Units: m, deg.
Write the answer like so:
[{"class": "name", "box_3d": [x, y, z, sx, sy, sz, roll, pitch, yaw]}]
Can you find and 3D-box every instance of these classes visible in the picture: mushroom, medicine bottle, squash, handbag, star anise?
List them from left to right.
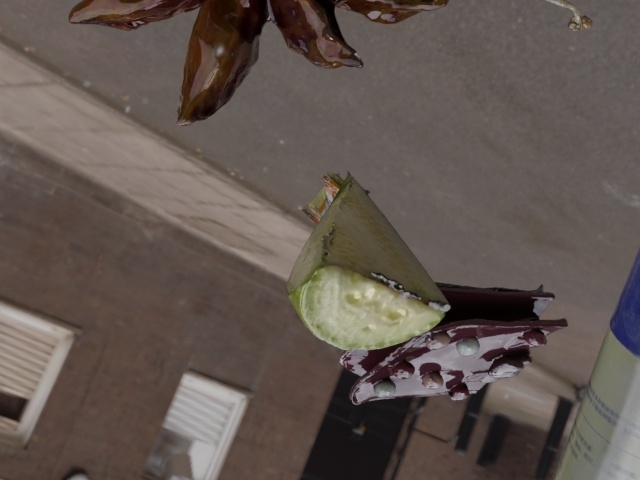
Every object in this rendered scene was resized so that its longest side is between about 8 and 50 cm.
[{"class": "star anise", "box_3d": [-0.048, -0.166, 0.474, 0.212, 0.196, 0.111, 41, 178, -22]}, {"class": "squash", "box_3d": [0.000, 0.000, 0.847, 0.170, 0.093, 0.252, 22, -156, -36]}, {"class": "handbag", "box_3d": [0.151, 0.127, 0.969, 0.216, 0.073, 0.203, 5, 146, -25]}, {"class": "mushroom", "box_3d": [0.198, -0.295, 0.946, 0.286, 0.028, 0.026, 15, -158, -23]}, {"class": "medicine bottle", "box_3d": [0.144, 0.089, 0.372, 0.059, 0.230, 0.059, 9, -156, -4]}]

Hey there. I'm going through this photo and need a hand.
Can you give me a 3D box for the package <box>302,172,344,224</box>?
[{"class": "package", "box_3d": [0.030, -0.024, 1.026, 0.108, 0.031, 0.120, 48, 157, 5]}]
